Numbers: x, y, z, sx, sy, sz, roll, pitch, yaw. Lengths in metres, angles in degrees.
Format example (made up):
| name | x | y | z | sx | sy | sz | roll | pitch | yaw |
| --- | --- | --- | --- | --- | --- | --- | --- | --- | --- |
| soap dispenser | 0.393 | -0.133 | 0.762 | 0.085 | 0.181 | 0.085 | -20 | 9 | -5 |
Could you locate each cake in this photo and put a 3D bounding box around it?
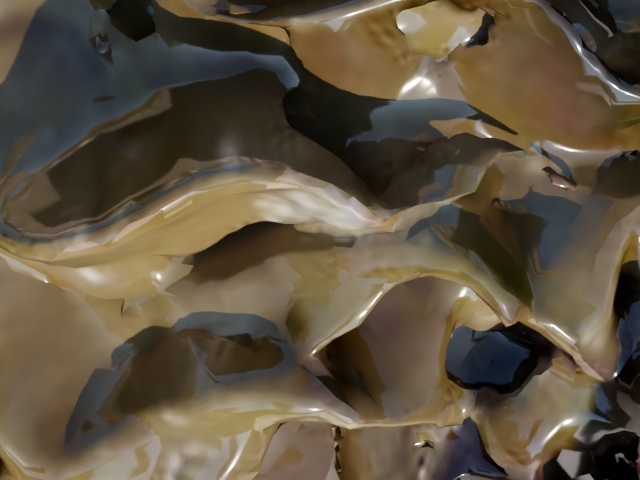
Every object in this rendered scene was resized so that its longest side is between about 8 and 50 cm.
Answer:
| name | x | y | z | sx | sy | sz | roll | pitch | yaw |
| --- | --- | --- | --- | --- | --- | --- | --- | --- | --- |
| cake | -0.005 | 0.003 | 0.535 | 0.332 | 0.321 | 0.332 | -18 | 114 | -49 |
